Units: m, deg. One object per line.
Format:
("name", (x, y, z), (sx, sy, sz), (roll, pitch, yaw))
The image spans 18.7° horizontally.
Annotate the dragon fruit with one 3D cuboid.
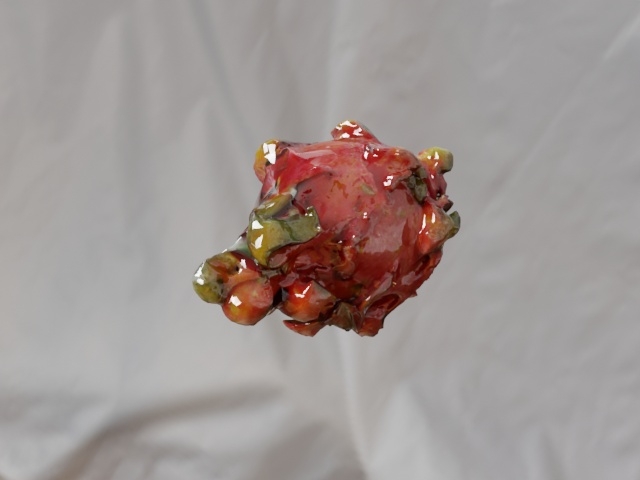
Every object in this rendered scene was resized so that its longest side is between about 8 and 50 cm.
("dragon fruit", (0.000, 0.000, 1.289), (0.208, 0.133, 0.150), (-26, 94, -38))
